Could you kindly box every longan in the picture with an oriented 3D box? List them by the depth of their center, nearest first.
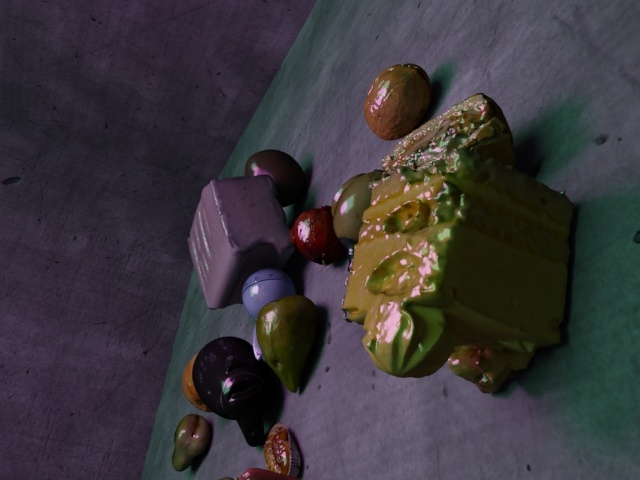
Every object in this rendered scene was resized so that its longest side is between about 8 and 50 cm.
[{"bbox_3d":[-0.156,-0.216,1.867,0.196,0.220,0.196,-52,-6,-7],"label":"longan"}]

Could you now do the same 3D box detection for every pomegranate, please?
[{"bbox_3d":[-0.355,0.460,1.787,0.207,0.207,0.207,-52,26,40],"label":"pomegranate"}]

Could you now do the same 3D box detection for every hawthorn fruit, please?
[{"bbox_3d":[0.000,0.000,1.375,0.148,0.148,0.171,-50,46,44],"label":"hawthorn fruit"}]

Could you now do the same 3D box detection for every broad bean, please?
[{"bbox_3d":[-0.483,0.727,1.960,0.263,0.121,0.189,-56,21,40],"label":"broad bean"}]

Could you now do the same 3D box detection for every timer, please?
[{"bbox_3d":[-0.132,0.203,1.550,0.175,0.176,0.255,-39,65,55],"label":"timer"}]

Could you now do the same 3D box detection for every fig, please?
[{"bbox_3d":[-0.093,0.241,1.348,0.167,0.167,0.233,-23,43,64],"label":"fig"}]

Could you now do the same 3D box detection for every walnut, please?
[{"bbox_3d":[0.175,-0.317,1.218,0.180,0.144,0.144,117,161,-43],"label":"walnut"}]

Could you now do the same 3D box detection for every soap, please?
[{"bbox_3d":[-0.267,-0.001,1.732,0.435,0.213,0.350,-55,47,54],"label":"soap"}]

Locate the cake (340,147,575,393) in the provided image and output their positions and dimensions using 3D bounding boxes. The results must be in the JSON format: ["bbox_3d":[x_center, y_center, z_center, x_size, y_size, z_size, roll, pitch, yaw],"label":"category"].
[{"bbox_3d":[0.172,0.056,0.729,0.222,0.228,0.285,-23,50,63],"label":"cake"}]

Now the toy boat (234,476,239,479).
[{"bbox_3d":[-0.251,0.704,1.455,0.172,0.065,0.066,-57,32,21],"label":"toy boat"}]

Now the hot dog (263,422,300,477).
[{"bbox_3d":[-0.093,0.496,1.258,0.192,0.053,0.099,-152,79,-72],"label":"hot dog"}]

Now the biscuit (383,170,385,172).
[{"bbox_3d":[0.165,-0.127,1.218,0.174,0.026,0.124,-67,19,7],"label":"biscuit"}]

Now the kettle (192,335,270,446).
[{"bbox_3d":[-0.222,0.425,1.495,0.290,0.208,0.268,8,115,68],"label":"kettle"}]

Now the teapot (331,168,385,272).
[{"bbox_3d":[0.133,-0.050,1.075,0.269,0.173,0.182,-48,56,0],"label":"teapot"}]

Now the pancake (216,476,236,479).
[{"bbox_3d":[-0.236,0.738,1.333,0.295,0.050,0.294,-24,61,52],"label":"pancake"}]

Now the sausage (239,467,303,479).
[{"bbox_3d":[-0.095,0.507,1.105,0.062,0.154,0.062,-48,28,36],"label":"sausage"}]

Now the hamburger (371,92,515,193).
[{"bbox_3d":[0.216,-0.111,0.888,0.283,0.157,0.143,-24,29,56],"label":"hamburger"}]
